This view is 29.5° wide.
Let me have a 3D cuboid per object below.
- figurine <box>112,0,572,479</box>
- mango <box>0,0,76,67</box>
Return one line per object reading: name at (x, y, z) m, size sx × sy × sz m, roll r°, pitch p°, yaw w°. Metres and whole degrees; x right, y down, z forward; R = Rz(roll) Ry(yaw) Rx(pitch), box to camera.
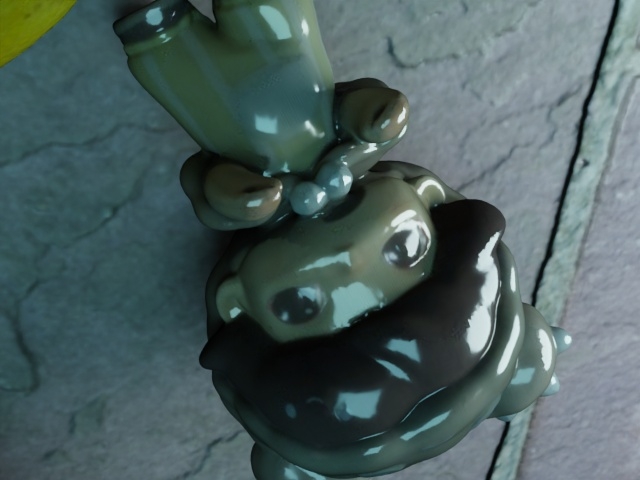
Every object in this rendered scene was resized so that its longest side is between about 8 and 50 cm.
figurine at (0.000, -0.001, 0.806) m, size 0.248 × 0.203 × 0.381 m, roll -30°, pitch 110°, yaw -8°
mango at (-0.264, -0.175, 0.625) m, size 0.365 × 0.182 × 0.253 m, roll -35°, pitch 122°, yaw 2°
